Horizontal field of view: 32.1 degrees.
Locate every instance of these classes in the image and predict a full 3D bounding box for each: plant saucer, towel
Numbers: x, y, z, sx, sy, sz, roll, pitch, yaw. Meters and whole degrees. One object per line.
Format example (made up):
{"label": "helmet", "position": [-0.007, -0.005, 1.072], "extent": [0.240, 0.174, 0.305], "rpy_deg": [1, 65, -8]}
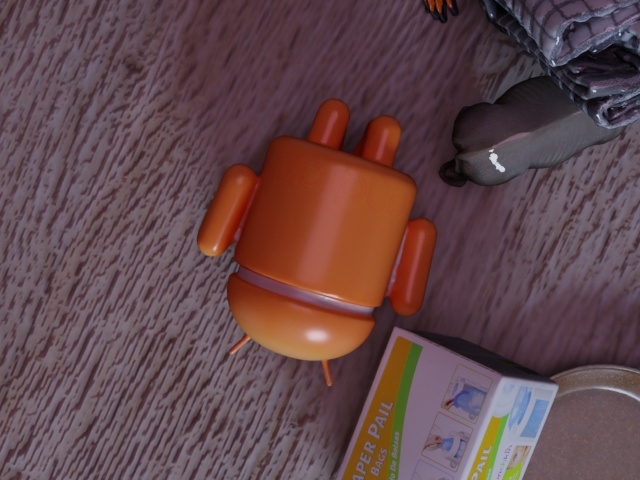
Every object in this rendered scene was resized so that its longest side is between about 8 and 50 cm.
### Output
{"label": "plant saucer", "position": [0.235, 0.200, 0.946], "extent": [0.199, 0.036, 0.198], "rpy_deg": [0, 93, -1]}
{"label": "towel", "position": [0.263, -0.208, 0.820], "extent": [0.284, 0.235, 0.121], "rpy_deg": [-22, 132, -1]}

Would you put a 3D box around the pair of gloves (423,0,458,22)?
{"label": "pair of gloves", "position": [0.122, -0.224, 0.930], "extent": [0.083, 0.010, 0.074], "rpy_deg": [-11, 93, -1]}

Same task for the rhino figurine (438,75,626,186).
{"label": "rhino figurine", "position": [0.210, -0.108, 0.891], "extent": [0.243, 0.106, 0.073], "rpy_deg": [-22, 94, 1]}

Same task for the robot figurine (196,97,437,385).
{"label": "robot figurine", "position": [-0.002, -0.001, 0.886], "extent": [0.158, 0.128, 0.219], "rpy_deg": [14, 94, -41]}

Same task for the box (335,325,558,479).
{"label": "box", "position": [0.090, 0.185, 0.887], "extent": [0.103, 0.114, 0.203], "rpy_deg": [23, 94, 35]}
